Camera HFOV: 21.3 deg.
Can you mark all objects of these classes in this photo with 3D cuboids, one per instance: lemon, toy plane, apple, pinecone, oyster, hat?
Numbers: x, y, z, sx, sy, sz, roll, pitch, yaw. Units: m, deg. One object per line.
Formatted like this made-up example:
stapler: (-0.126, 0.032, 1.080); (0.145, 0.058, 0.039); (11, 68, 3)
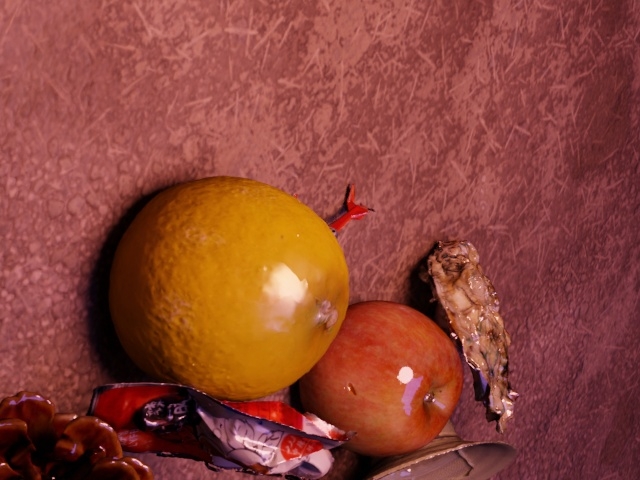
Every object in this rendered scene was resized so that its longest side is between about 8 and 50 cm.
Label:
lemon: (-0.081, 0.055, 1.758); (0.240, 0.219, 0.240); (-26, 123, -49)
toy plane: (-0.001, 0.007, 1.965); (0.194, 0.077, 0.126); (-14, 123, -59)
apple: (0.074, 0.166, 2.033); (0.188, 0.174, 0.188); (-21, 119, -43)
pinecone: (-0.261, 0.279, 1.589); (0.244, 0.309, 0.244); (-6, 106, -22)
oyster: (0.194, 0.110, 2.161); (0.092, 0.260, 0.198); (-25, 136, 4)
hat: (0.116, 0.262, 2.165); (0.252, 0.252, 0.110); (14, 51, -53)

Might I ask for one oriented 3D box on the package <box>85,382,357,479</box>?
package: (-0.105, 0.193, 1.726); (0.194, 0.269, 0.071); (112, -10, -54)
